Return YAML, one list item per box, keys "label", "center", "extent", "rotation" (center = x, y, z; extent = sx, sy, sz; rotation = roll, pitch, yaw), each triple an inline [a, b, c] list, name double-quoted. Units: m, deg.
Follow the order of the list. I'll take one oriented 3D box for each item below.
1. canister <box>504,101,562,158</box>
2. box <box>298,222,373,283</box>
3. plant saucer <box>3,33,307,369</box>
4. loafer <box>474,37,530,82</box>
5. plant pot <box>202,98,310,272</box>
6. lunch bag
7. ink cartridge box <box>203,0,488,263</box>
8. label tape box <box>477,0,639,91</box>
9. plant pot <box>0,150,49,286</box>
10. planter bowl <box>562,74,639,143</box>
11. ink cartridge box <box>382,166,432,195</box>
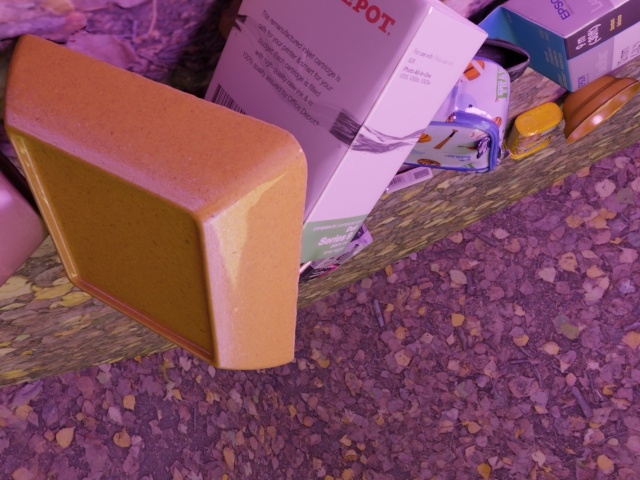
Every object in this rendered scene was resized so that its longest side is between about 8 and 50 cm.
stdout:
- label: "canister"
  center: [0.581, -0.299, 1.369]
  extent: [0.126, 0.073, 0.170]
  rotation: [-25, 165, 7]
- label: "box"
  center: [0.000, 0.000, 1.383]
  extent: [0.142, 0.163, 0.247]
  rotation: [-16, 164, -34]
- label: "plant saucer"
  center: [-0.183, -0.005, 0.529]
  extent: [0.081, 0.333, 0.332]
  rotation: [-50, 157, -41]
- label: "loafer"
  center: [0.190, -0.267, 0.729]
  extent: [0.224, 0.076, 0.078]
  rotation: [3, -174, 1]
- label: "plant pot"
  center: [-0.160, -0.049, 0.812]
  extent: [0.275, 0.274, 0.294]
  rotation: [-17, -179, -22]
- label: "lunch bag"
  center: [0.133, -0.178, 0.751]
  extent: [0.304, 0.114, 0.243]
  rotation: [11, 173, 17]
- label: "ink cartridge box"
  center: [-0.004, -0.149, 0.529]
  extent: [0.122, 0.211, 0.289]
  rotation: [-9, 140, -48]
- label: "label tape box"
  center: [0.425, -0.342, 0.781]
  extent: [0.348, 0.115, 0.249]
  rotation: [-31, 163, 24]
- label: "plant pot"
  center: [-0.440, -0.007, 0.546]
  extent: [0.229, 0.263, 0.263]
  rotation: [-37, 170, -14]
- label: "planter bowl"
  center: [0.689, -0.352, 1.266]
  extent: [0.217, 0.090, 0.217]
  rotation: [-32, 164, -10]
- label: "ink cartridge box"
  center: [0.216, -0.163, 1.414]
  extent: [0.146, 0.045, 0.179]
  rotation: [-20, -175, -12]
